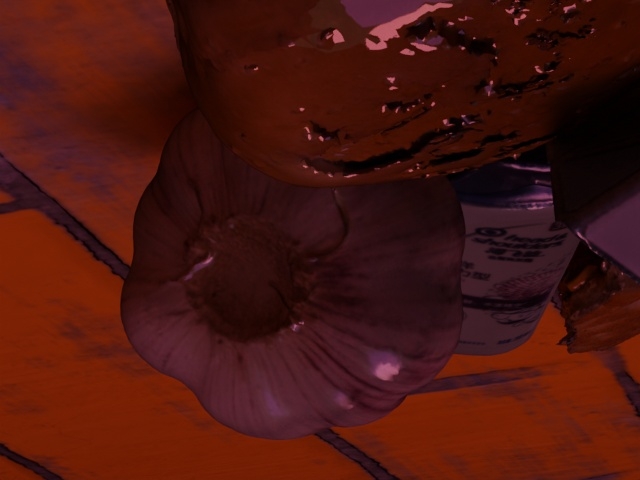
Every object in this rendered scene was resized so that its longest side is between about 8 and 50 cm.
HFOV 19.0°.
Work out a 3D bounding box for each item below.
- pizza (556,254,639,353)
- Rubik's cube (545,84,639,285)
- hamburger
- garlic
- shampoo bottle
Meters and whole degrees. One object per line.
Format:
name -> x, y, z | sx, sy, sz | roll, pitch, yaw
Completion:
pizza -> 0.240, 0.042, 1.548 | 0.127, 0.058, 0.246 | -23, 164, 12
Rubik's cube -> 0.240, -0.038, 1.087 | 0.229, 0.228, 0.233 | 8, 154, 2
hamburger -> 0.064, -0.144, 0.959 | 0.284, 0.174, 0.304 | -12, 165, -6
garlic -> 0.000, 0.000, 1.288 | 0.245, 0.245, 0.253 | -13, -173, 26
shampoo bottle -> 0.121, -0.009, 1.400 | 0.134, 0.078, 0.359 | 3, 158, -2
